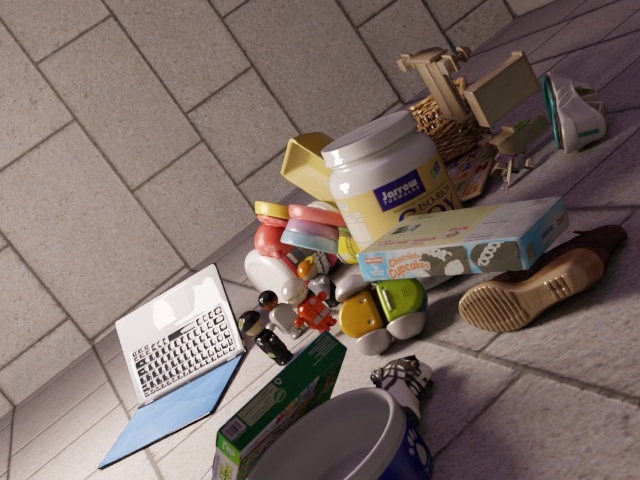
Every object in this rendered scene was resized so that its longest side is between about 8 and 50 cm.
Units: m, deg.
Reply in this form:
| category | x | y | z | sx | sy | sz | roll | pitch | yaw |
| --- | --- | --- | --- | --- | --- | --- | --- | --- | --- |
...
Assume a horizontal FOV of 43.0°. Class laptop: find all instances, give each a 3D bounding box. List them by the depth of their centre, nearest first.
| category | x | y | z | sx | sy | sz | roll | pitch | yaw |
| --- | --- | --- | --- | --- | --- | --- | --- | --- | --- |
| laptop | -0.410 | 0.309 | 2.073 | 0.381 | 0.408 | 0.236 | -30 | -20 | 23 |

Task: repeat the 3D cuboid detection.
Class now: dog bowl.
| category | x | y | z | sx | sy | sz | roll | pitch | yaw |
| --- | --- | --- | --- | --- | --- | --- | --- | --- | --- |
| dog bowl | 0.021 | 0.332 | 1.143 | 0.264 | 0.104 | 0.265 | -34 | 13 | 9 |

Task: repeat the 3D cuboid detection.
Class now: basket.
| category | x | y | z | sx | sy | sz | roll | pitch | yaw |
| --- | --- | --- | --- | --- | --- | --- | --- | --- | --- |
| basket | 0.312 | -0.313 | 2.356 | 0.299 | 0.223 | 0.213 | -26 | -3 | 32 |

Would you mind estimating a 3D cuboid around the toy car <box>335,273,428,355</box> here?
| category | x | y | z | sx | sy | sz | roll | pitch | yaw |
| --- | --- | --- | --- | --- | --- | --- | --- | --- | --- |
| toy car | 0.129 | 0.130 | 1.575 | 0.182 | 0.159 | 0.136 | -30 | -23 | 24 |

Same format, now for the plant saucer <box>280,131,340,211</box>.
| category | x | y | z | sx | sy | sz | roll | pitch | yaw |
| --- | --- | --- | --- | --- | --- | --- | --- | --- | --- |
| plant saucer | 0.066 | -0.154 | 2.101 | 0.081 | 0.332 | 0.333 | -57 | 0 | -13 |

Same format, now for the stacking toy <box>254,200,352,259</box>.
| category | x | y | z | sx | sy | sz | roll | pitch | yaw |
| --- | --- | --- | --- | --- | --- | --- | --- | --- | --- |
| stacking toy | 0.000 | 0.000 | 1.908 | 0.309 | 0.279 | 0.131 | 10 | 88 | 64 |

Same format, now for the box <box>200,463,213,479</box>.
| category | x | y | z | sx | sy | sz | roll | pitch | yaw |
| --- | --- | --- | --- | --- | --- | --- | --- | --- | --- |
| box | -0.181 | 0.443 | 1.413 | 0.136 | 0.037 | 0.225 | -23 | 17 | 45 |

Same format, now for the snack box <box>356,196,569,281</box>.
| category | x | y | z | sx | sy | sz | roll | pitch | yaw |
| --- | --- | --- | --- | --- | --- | --- | --- | --- | --- |
| snack box | 0.243 | 0.000 | 1.413 | 0.321 | 0.060 | 0.187 | -7 | 19 | 40 |

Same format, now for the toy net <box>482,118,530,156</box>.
| category | x | y | z | sx | sy | sz | roll | pitch | yaw |
| --- | --- | --- | --- | --- | --- | --- | --- | --- | --- |
| toy net | 0.479 | -0.261 | 2.243 | 0.232 | 0.045 | 0.122 | -32 | 14 | 16 |

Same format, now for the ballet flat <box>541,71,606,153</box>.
| category | x | y | z | sx | sy | sz | roll | pitch | yaw |
| --- | --- | --- | --- | --- | --- | --- | --- | --- | --- |
| ballet flat | 0.616 | -0.315 | 1.962 | 0.139 | 0.139 | 0.400 | -30 | 18 | 22 |

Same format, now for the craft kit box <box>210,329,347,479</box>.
| category | x | y | z | sx | sy | sz | roll | pitch | yaw |
| --- | --- | --- | --- | --- | --- | --- | --- | --- | --- |
| craft kit box | -0.072 | 0.295 | 1.307 | 0.250 | 0.061 | 0.247 | -40 | -20 | -33 |

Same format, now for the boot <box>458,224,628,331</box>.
| category | x | y | z | sx | sy | sz | roll | pitch | yaw |
| --- | --- | --- | --- | --- | --- | --- | --- | --- | --- |
| boot | 0.369 | 0.061 | 1.344 | 0.248 | 0.090 | 0.207 | -25 | 5 | 44 |

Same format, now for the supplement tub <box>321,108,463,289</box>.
| category | x | y | z | sx | sy | sz | roll | pitch | yaw |
| --- | --- | --- | --- | --- | --- | --- | --- | --- | --- |
| supplement tub | 0.162 | -0.079 | 1.693 | 0.241 | 0.331 | 0.241 | -25 | 13 | 6 |

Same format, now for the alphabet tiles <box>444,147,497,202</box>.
| category | x | y | z | sx | sy | sz | roll | pitch | yaw |
| --- | --- | --- | --- | --- | --- | --- | --- | --- | --- |
| alphabet tiles | 0.322 | -0.129 | 2.129 | 0.285 | 0.011 | 0.343 | -26 | 21 | 37 |

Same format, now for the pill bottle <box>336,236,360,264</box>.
| category | x | y | z | sx | sy | sz | roll | pitch | yaw |
| --- | --- | --- | --- | --- | --- | --- | --- | --- | --- |
| pill bottle | 0.123 | -0.001 | 2.086 | 0.103 | 0.103 | 0.184 | -44 | 15 | -33 |

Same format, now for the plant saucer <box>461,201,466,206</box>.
| category | x | y | z | sx | sy | sz | roll | pitch | yaw |
| --- | --- | --- | --- | --- | --- | --- | --- | --- | --- |
| plant saucer | 0.291 | -0.066 | 2.090 | 0.192 | 0.018 | 0.067 | -28 | 15 | 27 |

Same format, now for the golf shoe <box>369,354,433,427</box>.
| category | x | y | z | sx | sy | sz | roll | pitch | yaw |
| --- | --- | --- | --- | --- | --- | --- | --- | --- | --- |
| golf shoe | 0.137 | 0.228 | 1.287 | 0.094 | 0.077 | 0.198 | -35 | 14 | 1 |

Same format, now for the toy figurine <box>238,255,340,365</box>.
| category | x | y | z | sx | sy | sz | roll | pitch | yaw |
| --- | --- | --- | --- | --- | --- | --- | --- | --- | --- |
| toy figurine | -0.066 | 0.155 | 1.858 | 0.213 | 0.148 | 0.209 | -39 | 10 | 24 |

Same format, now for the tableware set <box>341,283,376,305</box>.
| category | x | y | z | sx | sy | sz | roll | pitch | yaw |
| --- | --- | --- | --- | --- | --- | --- | --- | --- | --- |
| tableware set | 0.098 | 0.137 | 1.844 | 0.104 | 0.024 | 0.154 | -45 | 17 | -25 |

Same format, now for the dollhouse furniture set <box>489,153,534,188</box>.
| category | x | y | z | sx | sy | sz | roll | pitch | yaw |
| --- | --- | --- | --- | --- | --- | --- | --- | --- | --- |
| dollhouse furniture set | 0.458 | -0.149 | 1.978 | 0.114 | 0.090 | 0.081 | 102 | 177 | -76 |

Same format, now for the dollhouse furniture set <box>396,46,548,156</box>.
| category | x | y | z | sx | sy | sz | roll | pitch | yaw |
| --- | --- | --- | --- | --- | --- | --- | --- | --- | --- |
| dollhouse furniture set | 0.403 | -0.391 | 2.136 | 0.173 | 0.303 | 0.355 | -36 | 22 | -8 |

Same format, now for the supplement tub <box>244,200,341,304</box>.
| category | x | y | z | sx | sy | sz | roll | pitch | yaw |
| --- | --- | --- | --- | --- | --- | --- | --- | --- | --- |
| supplement tub | -0.055 | 0.036 | 2.212 | 0.272 | 0.191 | 0.191 | -44 | 15 | -31 |
